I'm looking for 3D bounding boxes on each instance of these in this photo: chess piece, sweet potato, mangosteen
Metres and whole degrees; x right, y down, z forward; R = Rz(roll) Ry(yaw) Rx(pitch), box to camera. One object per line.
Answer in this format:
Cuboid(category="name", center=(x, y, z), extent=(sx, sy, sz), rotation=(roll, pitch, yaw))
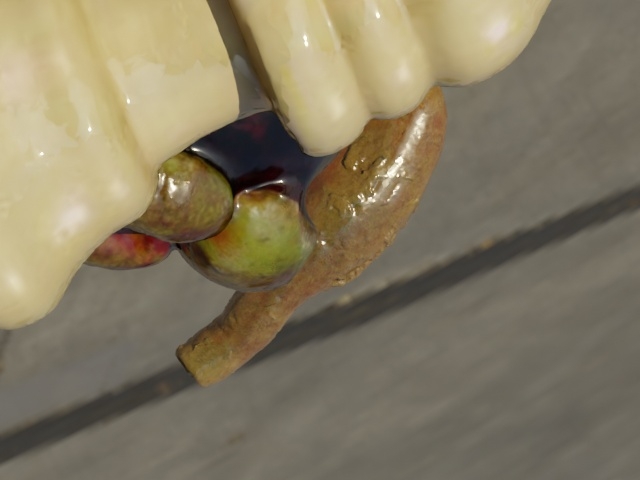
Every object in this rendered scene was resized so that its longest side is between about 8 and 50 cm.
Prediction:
Cuboid(category="chess piece", center=(-0.010, -0.081, 0.604), extent=(0.307, 0.124, 0.139), rotation=(-22, -154, 2))
Cuboid(category="sweet potato", center=(0.000, 0.000, 1.819), extent=(0.385, 0.109, 0.109), rotation=(-51, 160, 9))
Cuboid(category="mangosteen", center=(-0.072, -0.088, 0.891), extent=(0.210, 0.210, 0.210), rotation=(-27, 164, -9))
